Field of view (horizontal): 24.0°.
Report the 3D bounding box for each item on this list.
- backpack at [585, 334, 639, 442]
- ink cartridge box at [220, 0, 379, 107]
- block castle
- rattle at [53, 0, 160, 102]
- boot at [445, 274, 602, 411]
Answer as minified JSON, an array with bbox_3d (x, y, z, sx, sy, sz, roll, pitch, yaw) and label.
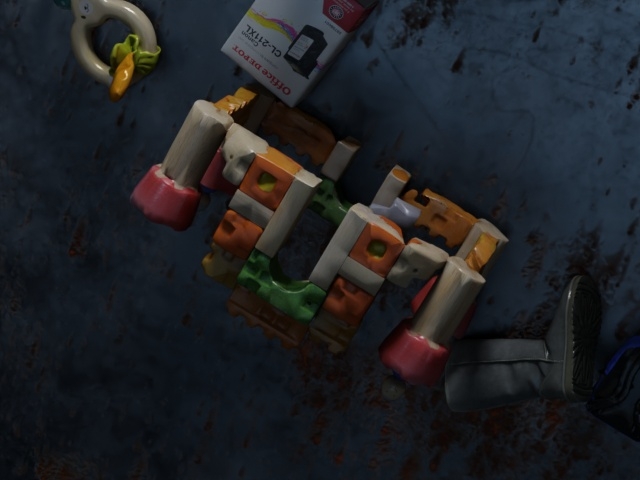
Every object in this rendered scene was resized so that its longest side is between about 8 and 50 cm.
[{"bbox_3d":[0.418,0.186,1.995,0.098,0.101,0.120,28,111,4],"label":"backpack"},{"bbox_3d":[-0.028,-0.283,1.986,0.127,0.072,0.175,39,115,1],"label":"ink cartridge box"},{"bbox_3d":[0.000,0.000,1.956,0.453,0.303,0.213,32,109,4],"label":"block castle"},{"bbox_3d":[-0.324,-0.284,2.050,0.130,0.143,0.199,-26,106,43],"label":"rattle"},{"bbox_3d":[0.272,0.142,2.041,0.208,0.076,0.189,-7,63,45],"label":"boot"}]
